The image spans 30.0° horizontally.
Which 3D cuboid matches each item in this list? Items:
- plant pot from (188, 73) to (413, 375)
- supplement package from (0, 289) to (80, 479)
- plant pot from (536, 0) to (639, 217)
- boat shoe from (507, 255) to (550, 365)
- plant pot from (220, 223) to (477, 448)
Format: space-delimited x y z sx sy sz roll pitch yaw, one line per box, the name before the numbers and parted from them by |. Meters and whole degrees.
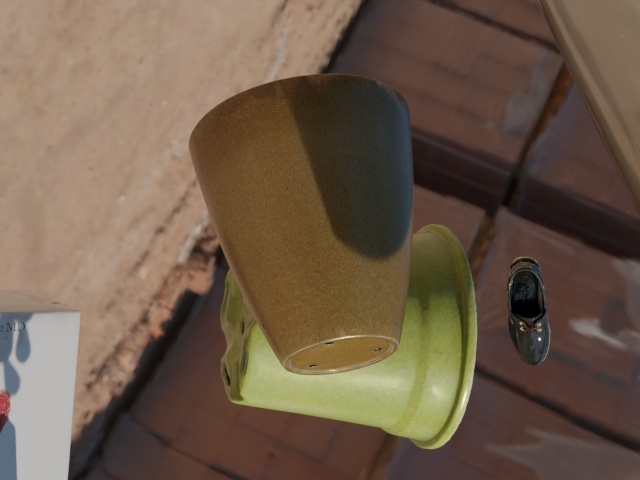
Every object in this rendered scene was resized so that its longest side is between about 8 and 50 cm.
plant pot | 0.000 0.000 1.220 0.237 0.237 0.254 85 -6 -68
supplement package | -0.430 0.218 1.520 0.178 0.175 0.293 1 96 -36
plant pot | 0.247 -0.083 0.520 0.323 0.280 0.323 -42 -165 14
boat shoe | 0.238 0.086 1.374 0.042 0.049 0.133 -59 144 -68
plant pot | 0.018 0.108 1.434 0.276 0.254 0.276 -176 -90 -74
